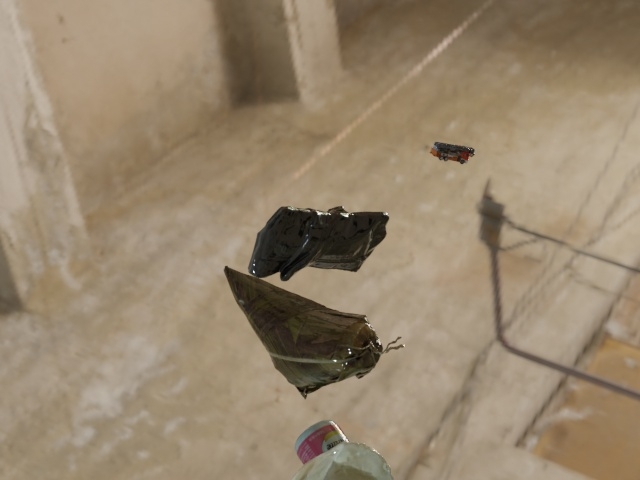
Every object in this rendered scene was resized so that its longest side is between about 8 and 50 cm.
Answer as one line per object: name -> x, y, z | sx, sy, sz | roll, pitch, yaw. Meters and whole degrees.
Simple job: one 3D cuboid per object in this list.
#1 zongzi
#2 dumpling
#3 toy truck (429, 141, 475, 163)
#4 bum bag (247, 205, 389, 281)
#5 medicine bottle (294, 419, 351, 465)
zongzi -> -0.022, 0.084, 1.317 | 0.084, 0.184, 0.187 | -41, 6, -28
dumpling -> 0.029, 0.418, 1.791 | 0.252, 0.179, 0.131 | -60, 17, 11
toy truck -> 0.232, -0.153, 2.048 | 0.083, 0.024, 0.032 | 9, -73, -26
bum bag -> 0.000, 0.000, 1.762 | 0.248, 0.060, 0.123 | -3, -53, -48
medicine bottle -> 0.046, 0.410, 1.980 | 0.090, 0.216, 0.090 | -27, -33, -19
